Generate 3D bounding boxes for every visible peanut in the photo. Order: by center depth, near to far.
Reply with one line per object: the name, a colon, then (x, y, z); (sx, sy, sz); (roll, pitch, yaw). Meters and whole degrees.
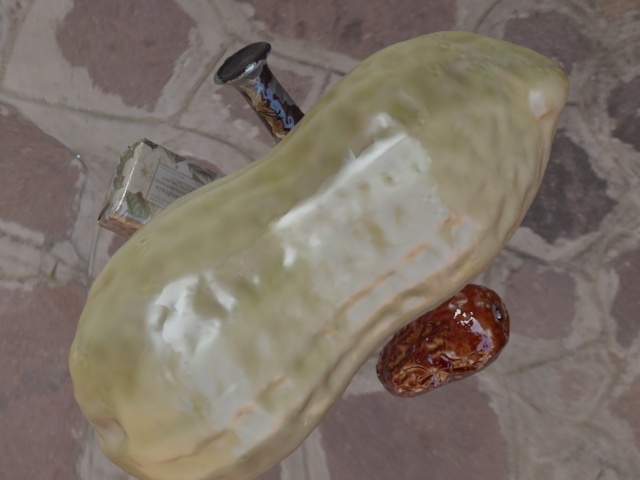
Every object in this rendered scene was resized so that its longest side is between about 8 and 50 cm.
peanut: (0.000, 0.000, 0.439); (0.257, 0.123, 0.123); (-43, 103, -11)

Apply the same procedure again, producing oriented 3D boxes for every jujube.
jujube: (0.102, 0.088, 0.839); (0.077, 0.077, 0.129); (41, 122, -13)

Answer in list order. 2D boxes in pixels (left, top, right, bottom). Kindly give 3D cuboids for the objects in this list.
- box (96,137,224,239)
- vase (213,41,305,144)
box: (-0.096, -0.022, 0.675); (0.098, 0.045, 0.062); (24, 68, -25)
vase: (-0.022, -0.093, 0.868); (0.059, 0.059, 0.167); (-42, 116, -7)
